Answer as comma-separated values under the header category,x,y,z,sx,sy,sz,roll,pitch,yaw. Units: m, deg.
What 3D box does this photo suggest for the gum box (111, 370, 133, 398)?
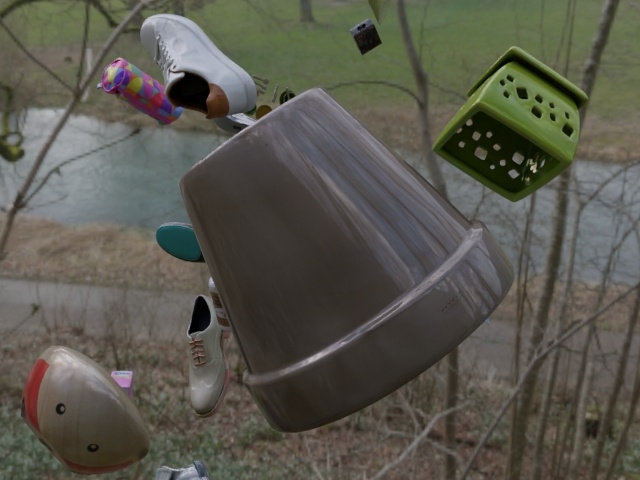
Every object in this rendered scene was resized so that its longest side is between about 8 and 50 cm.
category,x,y,z,sx,sy,sz,roll,pitch,yaw
gum box,-0.574,0.483,2.125,0.062,0.188,0.107,3,14,-10

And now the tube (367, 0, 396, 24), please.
category,x,y,z,sx,sy,sz,roll,pitch,yaw
tube,0.070,-0.475,1.212,0.070,0.240,0.062,-26,45,15

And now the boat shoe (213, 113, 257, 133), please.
category,x,y,z,sx,sy,sz,roll,pitch,yaw
boat shoe,-0.151,-0.217,1.351,0.100,0.035,0.035,21,40,26

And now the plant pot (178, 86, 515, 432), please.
category,x,y,z,sx,sy,sz,roll,pitch,yaw
plant pot,0.000,0.000,0.810,0.323,0.280,0.323,-33,6,4

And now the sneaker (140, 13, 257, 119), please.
category,x,y,z,sx,sy,sz,roll,pitch,yaw
sneaker,-0.247,-0.308,1.298,0.123,0.106,0.290,-29,55,-36

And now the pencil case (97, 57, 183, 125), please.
category,x,y,z,sx,sy,sz,roll,pitch,yaw
pencil case,-0.467,-0.383,1.946,0.104,0.104,0.236,15,-6,36

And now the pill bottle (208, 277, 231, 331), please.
category,x,y,z,sx,sy,sz,roll,pitch,yaw
pill bottle,-0.268,0.151,2.252,0.131,0.229,0.131,-9,21,4

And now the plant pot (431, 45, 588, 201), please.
category,x,y,z,sx,sy,sz,roll,pitch,yaw
plant pot,0.401,-0.247,1.534,0.227,0.207,0.228,31,-24,-5

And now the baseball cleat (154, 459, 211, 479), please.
category,x,y,z,sx,sy,sz,roll,pitch,yaw
baseball cleat,-0.186,0.344,0.901,0.072,0.206,0.109,20,32,-42

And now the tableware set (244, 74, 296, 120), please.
category,x,y,z,sx,sy,sz,roll,pitch,yaw
tableware set,-0.110,-0.317,1.743,0.154,0.104,0.024,19,0,-35

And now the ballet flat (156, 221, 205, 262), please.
category,x,y,z,sx,sy,sz,roll,pitch,yaw
ballet flat,-0.312,0.017,2.102,0.316,0.107,0.106,14,7,17

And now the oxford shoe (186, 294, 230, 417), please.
category,x,y,z,sx,sy,sz,roll,pitch,yaw
oxford shoe,-0.379,0.363,2.360,0.141,0.146,0.397,-17,54,18

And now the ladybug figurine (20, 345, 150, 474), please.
category,x,y,z,sx,sy,sz,roll,pitch,yaw
ladybug figurine,-0.503,0.369,1.541,0.162,0.305,0.449,-42,3,-27

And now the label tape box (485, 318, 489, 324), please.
category,x,y,z,sx,sy,sz,roll,pitch,yaw
label tape box,0.201,0.072,1.578,0.249,0.115,0.347,26,23,-11

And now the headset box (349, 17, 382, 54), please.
category,x,y,z,sx,sy,sz,roll,pitch,yaw
headset box,0.117,-0.533,1.927,0.062,0.083,0.032,-31,57,4
